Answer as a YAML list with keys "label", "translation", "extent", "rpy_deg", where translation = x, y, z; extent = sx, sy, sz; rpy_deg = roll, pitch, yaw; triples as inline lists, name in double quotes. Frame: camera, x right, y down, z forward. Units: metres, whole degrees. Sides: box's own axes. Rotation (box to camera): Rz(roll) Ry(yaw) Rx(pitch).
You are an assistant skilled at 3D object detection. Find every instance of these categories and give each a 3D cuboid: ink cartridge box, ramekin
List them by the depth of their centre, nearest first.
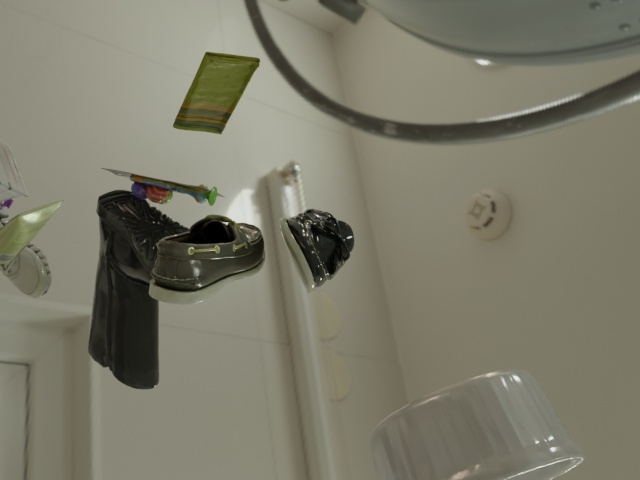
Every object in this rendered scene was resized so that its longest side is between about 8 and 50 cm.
- label: "ramekin"
  translation: [0.200, 0.285, 1.085]
  extent: [0.277, 0.277, 0.135]
  rpy_deg: [-41, -121, 35]
- label: "ink cartridge box"
  translation: [-0.548, -0.120, 1.307]
  extent: [0.180, 0.060, 0.104]
  rpy_deg: [115, -46, -83]

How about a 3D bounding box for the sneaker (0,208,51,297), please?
- label: "sneaker"
  translation: [-0.733, 0.022, 1.833]
  extent: [0.292, 0.118, 0.110]
  rpy_deg: [45, -76, 14]

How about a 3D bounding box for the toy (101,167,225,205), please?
- label: "toy"
  translation: [-0.338, -0.105, 1.717]
  extent: [0.237, 0.137, 0.056]
  rpy_deg: [8, -94, 13]

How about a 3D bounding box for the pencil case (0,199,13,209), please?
- label: "pencil case"
  translation: [-0.704, -0.100, 1.544]
  extent: [0.086, 0.206, 0.088]
  rpy_deg: [-53, -124, 27]

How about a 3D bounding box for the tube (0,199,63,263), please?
- label: "tube"
  translation: [-0.574, -0.021, 1.530]
  extent: [0.240, 0.062, 0.070]
  rpy_deg: [-28, -139, 47]

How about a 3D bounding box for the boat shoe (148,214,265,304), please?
- label: "boat shoe"
  translation: [-0.162, 0.012, 1.240]
  extent: [0.109, 0.305, 0.091]
  rpy_deg: [12, -73, 17]

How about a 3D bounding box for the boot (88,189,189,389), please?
- label: "boot"
  translation: [-0.389, 0.163, 1.783]
  extent: [0.367, 0.146, 0.445]
  rpy_deg: [40, -52, 38]

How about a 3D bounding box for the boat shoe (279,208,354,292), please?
- label: "boat shoe"
  translation: [0.001, 0.004, 1.364]
  extent: [0.340, 0.113, 0.127]
  rpy_deg: [-119, -172, -87]

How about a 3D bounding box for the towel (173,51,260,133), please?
- label: "towel"
  translation: [-0.192, -0.262, 1.451]
  extent: [0.237, 0.102, 0.021]
  rpy_deg: [135, -50, -57]
